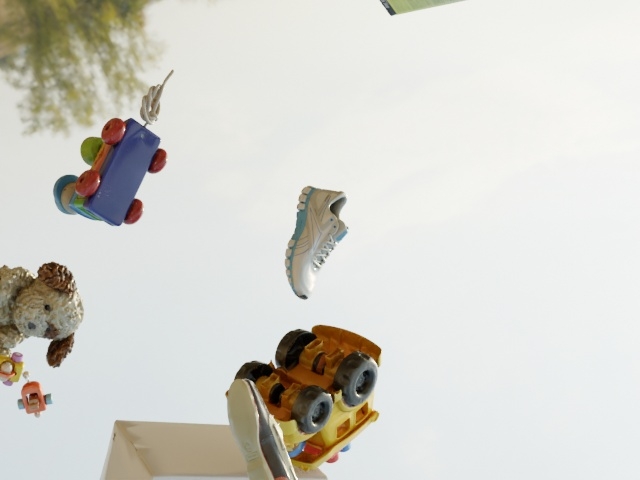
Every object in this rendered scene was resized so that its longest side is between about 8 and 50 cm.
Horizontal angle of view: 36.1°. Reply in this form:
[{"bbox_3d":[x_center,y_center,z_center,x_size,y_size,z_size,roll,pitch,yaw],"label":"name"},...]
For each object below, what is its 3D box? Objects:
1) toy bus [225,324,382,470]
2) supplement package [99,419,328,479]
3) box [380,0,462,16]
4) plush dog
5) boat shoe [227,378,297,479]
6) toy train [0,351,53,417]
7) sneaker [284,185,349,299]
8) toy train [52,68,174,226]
[{"bbox_3d":[-0.017,0.260,1.449,0.150,0.211,0.220,19,-144,37],"label":"toy bus"},{"bbox_3d":[-0.171,0.393,1.494,0.293,0.175,0.177,10,-167,-31],"label":"supplement package"},{"bbox_3d":[0.192,-0.399,1.462,0.232,0.087,0.058,-5,-117,32],"label":"box"},{"bbox_3d":[-0.581,0.132,1.959,0.226,0.262,0.210,8,-149,5],"label":"plush dog"},{"bbox_3d":[-0.060,0.209,1.036,0.043,0.137,0.049,-11,169,-41],"label":"boat shoe"},{"bbox_3d":[-0.529,0.250,1.613,0.166,0.125,0.046,-6,-160,-8],"label":"toy train"},{"bbox_3d":[0.000,0.000,1.519,0.083,0.071,0.190,0,-112,25],"label":"sneaker"},{"bbox_3d":[-0.305,-0.143,1.477,0.143,0.105,0.248,2,-116,46],"label":"toy train"}]
